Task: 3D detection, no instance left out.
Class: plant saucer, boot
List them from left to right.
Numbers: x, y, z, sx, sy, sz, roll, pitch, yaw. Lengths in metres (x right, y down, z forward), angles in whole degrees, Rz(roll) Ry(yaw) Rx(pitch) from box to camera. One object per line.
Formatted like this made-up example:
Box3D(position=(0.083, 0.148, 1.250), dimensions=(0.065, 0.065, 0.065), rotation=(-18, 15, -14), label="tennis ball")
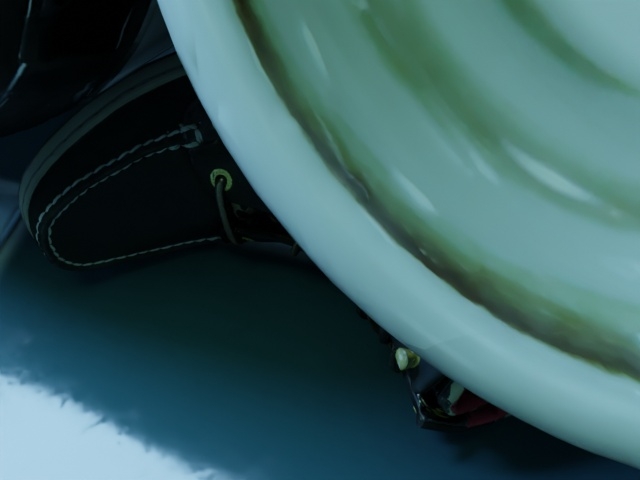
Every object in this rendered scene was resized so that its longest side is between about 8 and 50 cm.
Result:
Box3D(position=(0.001, -0.001, 0.551), dimensions=(0.236, 0.085, 0.179), rotation=(-21, 54, 0), label="boot")
Box3D(position=(0.146, -0.132, 0.388), dimensions=(0.400, 0.100, 0.400), rotation=(0, 92, 4), label="plant saucer")

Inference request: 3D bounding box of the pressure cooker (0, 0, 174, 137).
Box3D(position=(-0.094, -0.281, 0.594), dimensions=(0.370, 0.375, 0.420), rotation=(33, 49, 21), label="pressure cooker")
